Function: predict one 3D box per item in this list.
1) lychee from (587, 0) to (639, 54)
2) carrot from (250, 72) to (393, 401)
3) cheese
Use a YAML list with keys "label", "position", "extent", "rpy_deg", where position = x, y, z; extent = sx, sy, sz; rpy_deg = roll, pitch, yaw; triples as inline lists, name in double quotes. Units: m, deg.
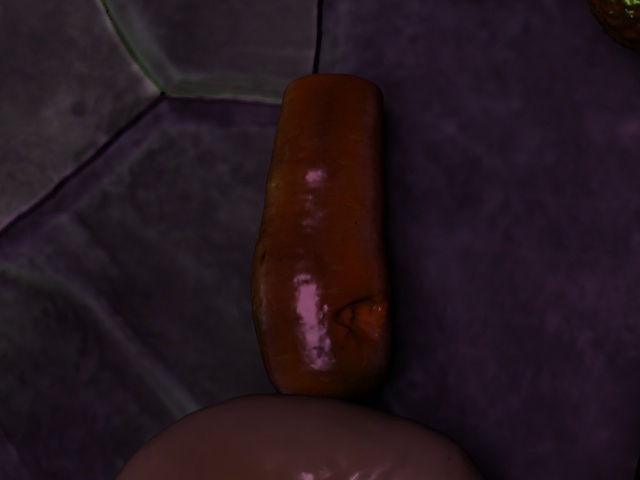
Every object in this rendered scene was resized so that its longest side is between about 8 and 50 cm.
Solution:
- label: "lychee"
  position: [0.194, -0.157, 0.776]
  extent: [0.114, 0.114, 0.146]
  rpy_deg: [-28, 51, 15]
- label: "carrot"
  position: [0.000, 0.000, 0.837]
  extent: [0.087, 0.087, 0.193]
  rpy_deg: [-7, 78, 20]
- label: "cheese"
  position: [-0.011, 0.184, 0.748]
  extent: [0.235, 0.117, 0.218]
  rpy_deg: [-4, 48, 1]
